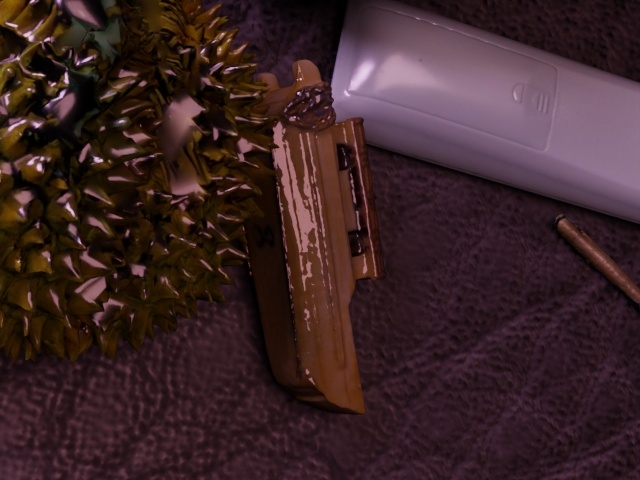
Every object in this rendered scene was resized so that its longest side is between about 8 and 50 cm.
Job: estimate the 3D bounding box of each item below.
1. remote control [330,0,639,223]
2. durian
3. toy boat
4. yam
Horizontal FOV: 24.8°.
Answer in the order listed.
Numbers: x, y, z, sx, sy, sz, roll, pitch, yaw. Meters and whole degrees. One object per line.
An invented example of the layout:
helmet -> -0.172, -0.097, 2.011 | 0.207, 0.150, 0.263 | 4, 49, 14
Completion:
remote control -> 0.146, -0.089, 1.009 | 0.293, 0.051, 0.103 | 16, 76, -20
durian -> -0.164, -0.058, 0.795 | 0.291, 0.225, 0.291 | 7, 82, -58
toy boat -> 0.000, 0.000, 0.922 | 0.088, 0.068, 0.226 | -11, 93, -36
yam -> 0.204, 0.019, 1.034 | 0.107, 0.014, 0.014 | 43, 69, -11
